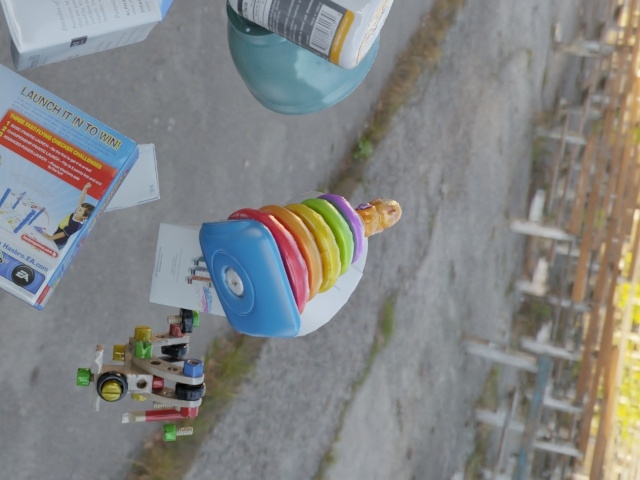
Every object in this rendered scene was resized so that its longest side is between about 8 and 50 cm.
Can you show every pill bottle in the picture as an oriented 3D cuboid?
[{"bbox_3d":[-0.038,-0.383,1.324,0.162,0.278,0.162,-60,175,-9],"label":"pill bottle"}]

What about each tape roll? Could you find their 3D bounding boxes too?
[{"bbox_3d":[-0.039,0.046,1.782,0.100,0.286,0.286,36,60,-31],"label":"tape roll"}]

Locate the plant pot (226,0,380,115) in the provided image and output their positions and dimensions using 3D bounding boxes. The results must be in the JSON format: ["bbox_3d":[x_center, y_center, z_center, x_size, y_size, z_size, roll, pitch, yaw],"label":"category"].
[{"bbox_3d":[-0.059,-0.410,1.676,0.196,0.293,0.293,40,62,-60],"label":"plant pot"}]

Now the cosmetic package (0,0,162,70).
[{"bbox_3d":[-0.322,-0.321,1.143,0.151,0.183,0.151,3,-68,71],"label":"cosmetic package"}]

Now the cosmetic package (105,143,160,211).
[{"bbox_3d":[-0.478,-0.125,1.716,0.160,0.309,0.113,-20,109,-54],"label":"cosmetic package"}]

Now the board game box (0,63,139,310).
[{"bbox_3d":[-0.497,-0.095,1.409,0.302,0.308,0.086,-60,-177,-14],"label":"board game box"}]

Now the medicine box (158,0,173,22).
[{"bbox_3d":[-0.378,-0.644,1.817,0.289,0.149,0.263,67,41,-60],"label":"medicine box"}]

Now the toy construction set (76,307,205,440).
[{"bbox_3d":[-0.369,0.279,1.786,0.257,0.237,0.309,-110,-154,-45],"label":"toy construction set"}]

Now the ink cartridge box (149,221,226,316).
[{"bbox_3d":[-0.151,0.047,1.382,0.128,0.176,0.127,5,94,-70],"label":"ink cartridge box"}]

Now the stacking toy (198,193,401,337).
[{"bbox_3d":[0.000,0.000,1.227,0.302,0.175,0.166,-25,104,-33],"label":"stacking toy"}]
